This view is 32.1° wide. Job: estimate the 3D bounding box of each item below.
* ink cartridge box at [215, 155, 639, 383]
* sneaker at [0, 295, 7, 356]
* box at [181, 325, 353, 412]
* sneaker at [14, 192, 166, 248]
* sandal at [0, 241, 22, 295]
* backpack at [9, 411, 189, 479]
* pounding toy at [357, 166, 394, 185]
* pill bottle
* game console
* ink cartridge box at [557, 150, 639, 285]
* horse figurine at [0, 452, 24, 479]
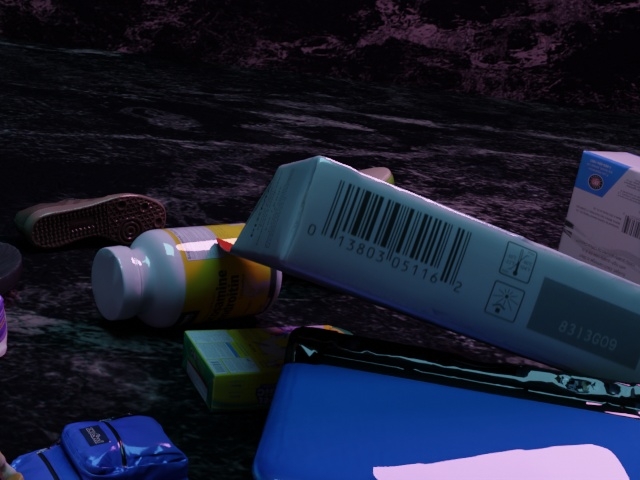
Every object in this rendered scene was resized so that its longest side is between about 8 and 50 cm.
[{"bbox_3d":[0.083,0.024,0.991,0.308,0.091,0.385,20,-1,-13],"label":"ink cartridge box"},{"bbox_3d":[-0.354,0.081,0.986,0.068,0.071,0.170,19,21,30],"label":"sneaker"},{"bbox_3d":[-0.033,0.120,1.064,0.179,0.043,0.105,-2,20,-22],"label":"box"},{"bbox_3d":[-0.285,-0.033,1.374,0.188,0.066,0.071,-5,21,-37],"label":"sneaker"},{"bbox_3d":[-0.504,0.013,1.064,0.446,0.107,0.167,-2,21,-30],"label":"sandal"},{"bbox_3d":[-0.154,0.174,0.750,0.120,0.101,0.098,-3,15,-29],"label":"backpack"},{"bbox_3d":[0.000,0.000,1.395,0.237,0.110,0.183,-15,15,35],"label":"pounding toy"},{"bbox_3d":[-0.140,0.037,1.166,0.184,0.103,0.103,-6,23,-36],"label":"pill bottle"},{"bbox_3d":[0.105,0.178,0.812,0.293,0.250,0.173,10,55,4],"label":"game console"},{"bbox_3d":[0.370,0.009,1.331,0.086,0.203,0.148,-2,21,-36],"label":"ink cartridge box"},{"bbox_3d":[-0.124,0.218,0.587,0.066,0.174,0.263,-30,27,5],"label":"horse figurine"}]
